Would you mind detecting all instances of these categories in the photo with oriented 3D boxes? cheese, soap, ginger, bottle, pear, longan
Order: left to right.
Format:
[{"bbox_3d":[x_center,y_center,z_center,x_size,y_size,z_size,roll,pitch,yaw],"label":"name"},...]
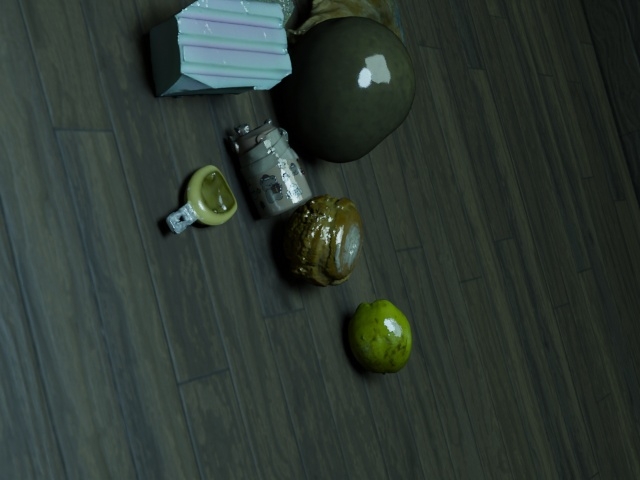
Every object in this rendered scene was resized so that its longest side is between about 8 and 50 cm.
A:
[{"bbox_3d":[-0.178,-0.049,1.711,0.086,0.036,0.162,65,31,-11],"label":"cheese"},{"bbox_3d":[-0.154,-0.284,1.775,0.230,0.091,0.145,-4,83,-47],"label":"soap"},{"bbox_3d":[-0.079,-0.119,1.856,0.099,0.099,0.152,-30,98,-59],"label":"bottle"},{"bbox_3d":[0.042,-0.390,2.160,0.270,0.123,0.219,-5,83,-58],"label":"ginger"},{"bbox_3d":[0.049,-0.252,2.010,0.248,0.248,0.248,34,48,-48],"label":"longan"},{"bbox_3d":[0.099,0.163,1.993,0.107,0.107,0.131,-19,103,-60],"label":"pear"}]

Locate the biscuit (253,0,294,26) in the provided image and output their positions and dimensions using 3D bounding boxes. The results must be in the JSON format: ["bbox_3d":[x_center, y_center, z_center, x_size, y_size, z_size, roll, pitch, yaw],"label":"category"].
[{"bbox_3d":[-0.120,-0.378,1.962,0.147,0.046,0.250,56,34,-26],"label":"biscuit"}]

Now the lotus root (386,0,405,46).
[{"bbox_3d":[0.122,-0.395,2.332,0.113,0.088,0.192,19,59,-62],"label":"lotus root"}]

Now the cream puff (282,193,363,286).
[{"bbox_3d":[0.000,0.000,1.894,0.165,0.115,0.150,60,44,-61],"label":"cream puff"}]
